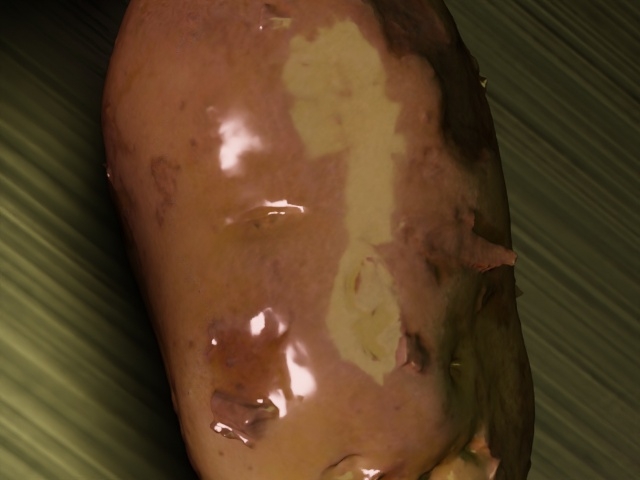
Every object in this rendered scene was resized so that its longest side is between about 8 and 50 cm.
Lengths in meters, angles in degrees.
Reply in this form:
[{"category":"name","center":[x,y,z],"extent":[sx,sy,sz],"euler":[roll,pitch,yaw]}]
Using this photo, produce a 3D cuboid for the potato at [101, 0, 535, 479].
[{"category":"potato","center":[0.000,0.000,0.584],"extent":[0.165,0.165,0.262],"euler":[-10,81,-23]}]
